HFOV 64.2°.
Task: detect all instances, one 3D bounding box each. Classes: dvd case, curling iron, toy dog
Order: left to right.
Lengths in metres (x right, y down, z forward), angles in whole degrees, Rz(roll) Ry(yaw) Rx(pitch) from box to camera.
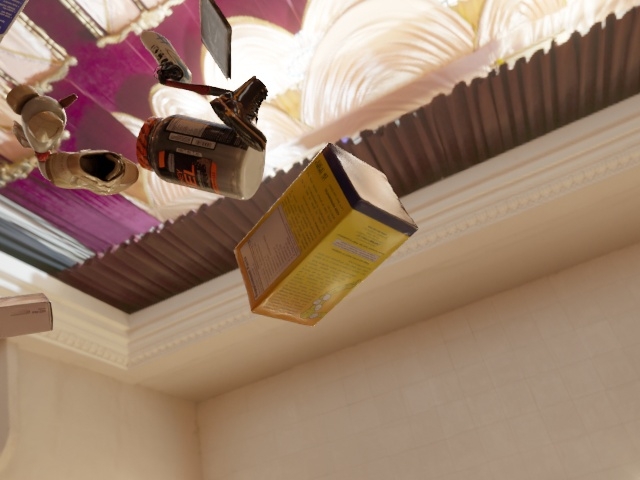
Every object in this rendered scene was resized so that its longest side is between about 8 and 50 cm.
[{"bbox_3d":[-0.760,-0.314,1.464,0.161,0.220,0.334,-35,-174,-28],"label":"toy dog"},{"bbox_3d":[-0.323,-0.434,1.421,0.035,0.274,0.068,37,-67,56],"label":"curling iron"},{"bbox_3d":[-0.292,-0.576,1.427,0.018,0.221,0.164,-29,-102,-19],"label":"dvd case"}]

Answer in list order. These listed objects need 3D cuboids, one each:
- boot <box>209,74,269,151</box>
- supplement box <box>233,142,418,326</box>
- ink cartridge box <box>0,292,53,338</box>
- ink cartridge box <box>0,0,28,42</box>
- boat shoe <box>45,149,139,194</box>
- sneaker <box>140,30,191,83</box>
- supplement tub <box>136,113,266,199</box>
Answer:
[{"bbox_3d":[-0.152,-0.305,1.182,0.137,0.077,0.198,-39,-114,-11],"label":"boot"},{"bbox_3d":[0.000,0.000,1.134,0.356,0.195,0.194,-45,-135,24],"label":"supplement box"},{"bbox_3d":[-0.872,0.214,1.474,0.218,0.159,0.092,0,-86,57],"label":"ink cartridge box"},{"bbox_3d":[-0.859,-0.612,1.201,0.307,0.304,0.072,-37,-103,23],"label":"ink cartridge box"},{"bbox_3d":[-0.606,-0.193,1.441,0.110,0.341,0.121,-8,-85,15],"label":"boat shoe"},{"bbox_3d":[-0.562,-0.662,1.852,0.085,0.237,0.086,-38,-169,17],"label":"sneaker"},{"bbox_3d":[-0.346,-0.250,1.497,0.338,0.207,0.207,14,-111,11],"label":"supplement tub"}]
